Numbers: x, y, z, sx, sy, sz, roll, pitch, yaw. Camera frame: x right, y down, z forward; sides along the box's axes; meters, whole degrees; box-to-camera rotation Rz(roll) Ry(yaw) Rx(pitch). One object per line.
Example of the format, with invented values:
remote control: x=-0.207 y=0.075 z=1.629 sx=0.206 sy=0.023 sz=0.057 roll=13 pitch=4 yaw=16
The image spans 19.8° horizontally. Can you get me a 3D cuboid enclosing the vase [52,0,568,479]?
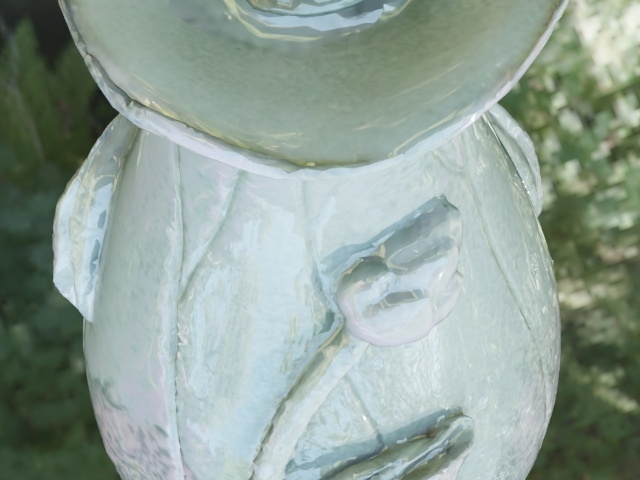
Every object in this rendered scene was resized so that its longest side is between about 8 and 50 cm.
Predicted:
vase: x=0.000 y=0.000 z=0.801 sx=0.250 sy=0.250 sz=0.445 roll=-16 pitch=150 yaw=-9
